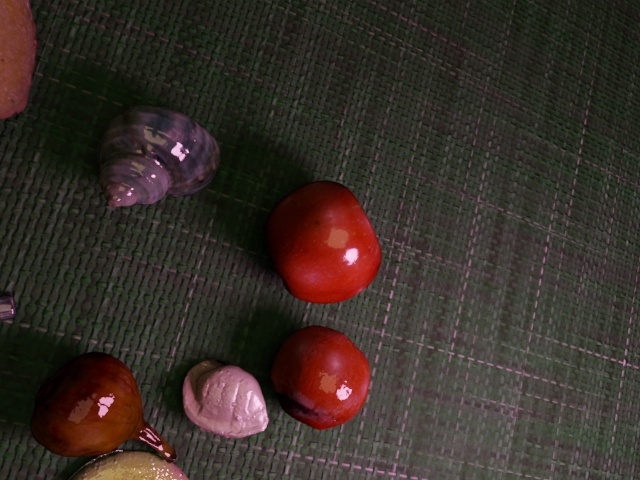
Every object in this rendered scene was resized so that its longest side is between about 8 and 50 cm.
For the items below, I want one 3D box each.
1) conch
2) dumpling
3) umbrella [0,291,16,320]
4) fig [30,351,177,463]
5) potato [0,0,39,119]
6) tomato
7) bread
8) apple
[{"bbox_3d":[-0.328,-0.158,1.200,0.277,0.195,0.220,-55,138,-43],"label":"conch"},{"bbox_3d":[-0.197,0.327,1.244,0.150,0.092,0.176,-37,99,-25],"label":"dumpling"},{"bbox_3d":[-0.708,0.150,1.038,0.349,0.094,0.143,-12,95,-26],"label":"umbrella"},{"bbox_3d":[-0.406,0.340,1.137,0.190,0.190,0.290,-38,133,-22],"label":"fig"},{"bbox_3d":[-0.717,-0.350,0.986,0.385,0.319,0.442,13,66,-63],"label":"potato"},{"bbox_3d":[-0.004,0.288,1.269,0.208,0.208,0.184,39,51,-16],"label":"tomato"},{"bbox_3d":[-0.371,0.551,1.172,0.301,0.045,0.301,4,82,-27],"label":"bread"},{"bbox_3d":[0.000,0.000,1.275,0.216,0.260,0.260,-24,95,0],"label":"apple"}]
